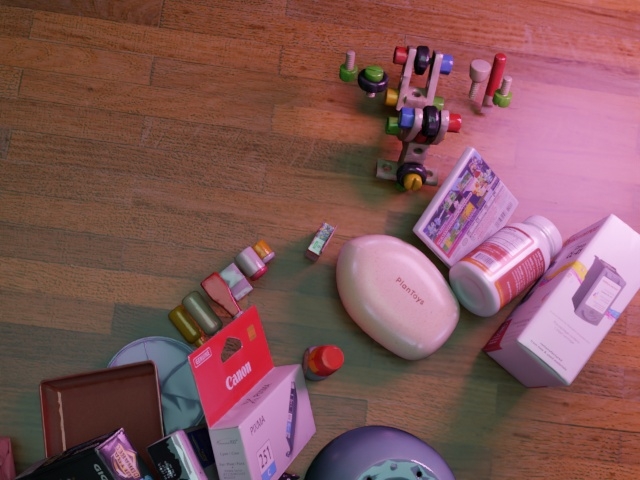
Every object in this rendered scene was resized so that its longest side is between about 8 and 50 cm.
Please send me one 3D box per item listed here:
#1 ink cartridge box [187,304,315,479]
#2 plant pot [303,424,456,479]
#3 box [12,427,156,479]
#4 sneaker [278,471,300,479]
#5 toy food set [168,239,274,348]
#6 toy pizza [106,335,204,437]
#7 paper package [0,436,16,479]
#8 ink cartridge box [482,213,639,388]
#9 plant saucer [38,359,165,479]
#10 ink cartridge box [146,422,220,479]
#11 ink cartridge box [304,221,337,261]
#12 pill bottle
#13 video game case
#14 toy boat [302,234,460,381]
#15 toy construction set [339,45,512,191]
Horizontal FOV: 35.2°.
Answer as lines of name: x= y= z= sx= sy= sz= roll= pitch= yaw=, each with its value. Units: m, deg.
ink cartridge box: x=-0.109 y=0.270 z=1.738 sx=0.066 sy=0.296 sz=0.261 roll=-10 pitch=100 yaw=21
plant pot: x=0.117 y=0.473 z=1.778 sx=0.293 sy=0.235 sz=0.293 roll=1 pitch=79 yaw=-5
box: x=-0.345 y=0.474 z=1.665 sx=0.073 sy=0.293 sz=0.295 roll=-38 pitch=99 yaw=-45
sneaker: x=-0.073 y=0.466 z=1.838 sx=0.097 sy=0.084 sz=0.235 roll=-28 pitch=83 yaw=-11
toy food set: x=-0.165 y=0.106 z=1.887 sx=0.232 sy=0.111 sz=0.104 roll=-38 pitch=86 yaw=-9
toy pizza: x=-0.306 y=0.279 z=1.880 sx=0.201 sy=0.032 sz=0.201 roll=1 pitch=80 yaw=-5
paper package: x=-0.680 y=0.512 z=1.708 sx=0.325 sy=0.168 sz=0.309 roll=-9 pitch=90 yaw=-6
ink cartridge box: x=0.466 y=0.121 z=1.886 sx=0.131 sy=0.226 sz=0.306 roll=38 pitch=77 yaw=1
plant saucer: x=-0.377 y=0.359 z=1.802 sx=0.258 sy=0.048 sz=0.259 roll=-13 pitch=80 yaw=23
ink cartridge box: x=-0.203 y=0.400 z=1.719 sx=0.065 sy=0.333 sz=0.165 roll=-28 pitch=81 yaw=0
ink cartridge box: x=0.000 y=0.000 z=1.920 sx=0.029 sy=0.115 sz=0.063 roll=30 pitch=78 yaw=1
pill bottle: x=0.359 y=0.043 z=1.931 sx=0.216 sy=0.121 sz=0.121 roll=-34 pitch=84 yaw=-27
video game case: x=0.284 y=-0.048 z=1.952 sx=0.183 sy=0.023 sz=0.201 roll=43 pitch=75 yaw=-36
toy boat: x=0.090 y=0.143 z=1.901 sx=0.318 sy=0.148 sz=0.267 roll=-41 pitch=90 yaw=-19
toy construction set: x=0.217 y=-0.231 z=1.973 sx=0.309 sy=0.237 sz=0.257 roll=-14 pitch=48 yaw=-21
